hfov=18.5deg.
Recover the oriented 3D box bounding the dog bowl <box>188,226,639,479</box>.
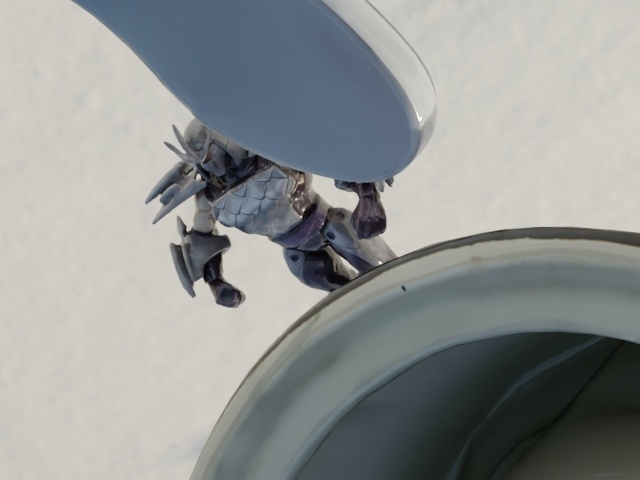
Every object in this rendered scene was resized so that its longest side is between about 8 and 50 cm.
[{"bbox_3d":[0.134,0.190,0.716,0.408,0.408,0.150,-30,167,38],"label":"dog bowl"}]

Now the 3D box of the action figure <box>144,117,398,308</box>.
[{"bbox_3d":[0.000,0.000,1.368,0.185,0.099,0.285,-22,131,39],"label":"action figure"}]

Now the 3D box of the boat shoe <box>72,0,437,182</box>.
[{"bbox_3d":[-0.075,-0.183,1.136,0.367,0.156,0.136,32,137,1],"label":"boat shoe"}]
